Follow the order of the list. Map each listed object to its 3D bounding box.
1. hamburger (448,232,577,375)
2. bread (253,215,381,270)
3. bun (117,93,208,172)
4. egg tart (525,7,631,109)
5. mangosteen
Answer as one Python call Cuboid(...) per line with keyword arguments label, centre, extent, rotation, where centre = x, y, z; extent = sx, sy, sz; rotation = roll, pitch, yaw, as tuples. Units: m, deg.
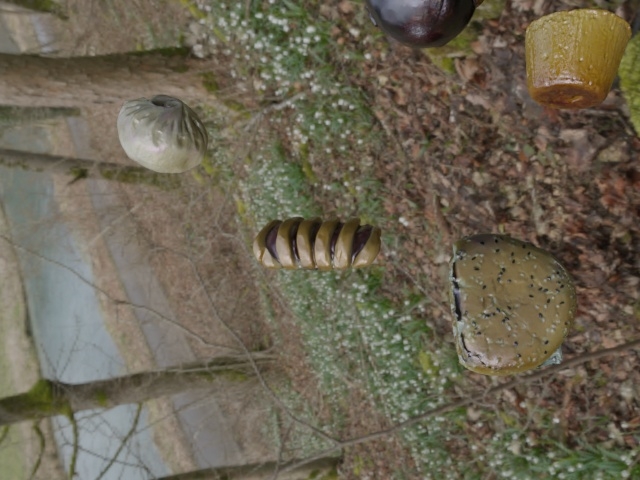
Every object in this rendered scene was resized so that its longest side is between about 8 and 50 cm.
Cuboid(label="hamburger", centre=(0.424, 0.143, 1.382), extent=(0.195, 0.277, 0.317), rotation=(79, -175, -75))
Cuboid(label="bread", centre=(0.000, 0.000, 1.063), extent=(0.225, 0.134, 0.081), rotation=(-2, 107, 16))
Cuboid(label="bun", centre=(-0.332, -0.242, 1.286), extent=(0.193, 0.178, 0.128), rotation=(58, 139, 31))
Cuboid(label="egg tart", centre=(0.502, -0.349, 1.207), extent=(0.203, 0.203, 0.147), rotation=(0, 79, 58))
Cuboid(label="mangosteen", centre=(0.167, -0.406, 0.959), extent=(0.210, 0.210, 0.209), rotation=(-1, 89, 58))
